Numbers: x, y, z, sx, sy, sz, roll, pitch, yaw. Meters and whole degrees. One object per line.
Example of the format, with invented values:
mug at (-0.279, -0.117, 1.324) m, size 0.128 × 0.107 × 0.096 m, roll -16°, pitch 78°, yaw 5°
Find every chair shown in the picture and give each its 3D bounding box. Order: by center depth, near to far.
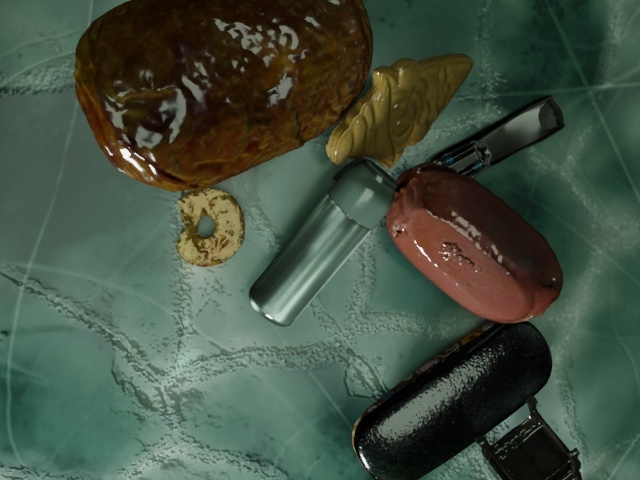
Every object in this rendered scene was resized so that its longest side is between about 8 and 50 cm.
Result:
chair at (0.318, 0.337, 1.142) m, size 0.106 × 0.113 × 0.229 m, roll -36°, pitch 144°, yaw -3°

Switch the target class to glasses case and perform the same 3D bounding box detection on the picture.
glasses case at (0.192, 0.231, 1.118) m, size 0.321 × 0.082 × 0.122 m, roll -34°, pitch 105°, yaw -7°

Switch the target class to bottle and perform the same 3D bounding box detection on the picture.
bottle at (0.000, 0.000, 1.049) m, size 0.254 × 0.096 × 0.079 m, roll -50°, pitch 143°, yaw 13°

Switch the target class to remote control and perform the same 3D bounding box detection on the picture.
remote control at (0.259, -0.142, 1.124) m, size 0.212 × 0.028 × 0.059 m, roll -29°, pitch 98°, yaw -5°

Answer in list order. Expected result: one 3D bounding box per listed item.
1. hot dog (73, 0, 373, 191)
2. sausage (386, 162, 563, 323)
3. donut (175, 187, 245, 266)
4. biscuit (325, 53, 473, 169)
hot dog at (-0.117, -0.223, 0.990) m, size 0.387 × 0.174 × 0.267 m, roll -28°, pitch 101°, yaw -18°
sausage at (0.212, 0.008, 1.071) m, size 0.279 × 0.152 × 0.152 m, roll 39°, pitch 88°, yaw -11°
donut at (-0.152, -0.018, 1.062) m, size 0.097 × 0.043 × 0.108 m, roll 9°, pitch 92°, yaw -9°
biscuit at (0.114, -0.181, 1.056) m, size 0.250 × 0.162 × 0.035 m, roll -37°, pitch 55°, yaw -13°
